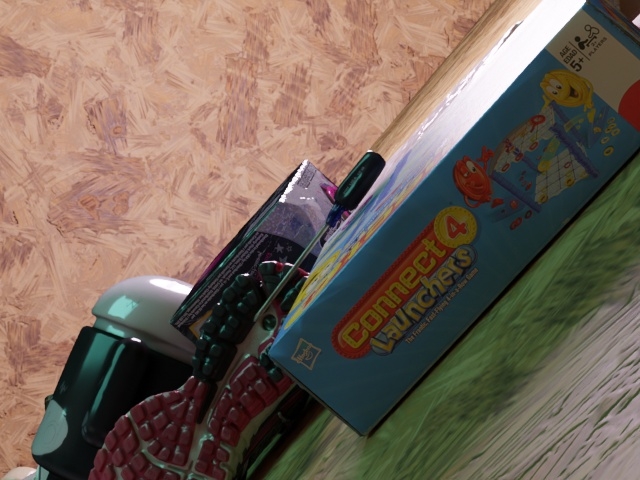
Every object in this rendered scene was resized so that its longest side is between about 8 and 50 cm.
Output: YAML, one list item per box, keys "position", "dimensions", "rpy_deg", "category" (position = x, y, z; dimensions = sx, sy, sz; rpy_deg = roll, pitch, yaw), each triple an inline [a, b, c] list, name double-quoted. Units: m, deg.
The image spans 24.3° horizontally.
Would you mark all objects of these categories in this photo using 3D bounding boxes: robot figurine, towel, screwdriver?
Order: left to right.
- position: [-0.184, 0.174, 1.511]
  dimensions: [0.209, 0.174, 0.278]
  rpy_deg: [8, 73, 61]
  category: "robot figurine"
- position: [0.000, 0.000, 1.207]
  dimensions: [0.170, 0.025, 0.024]
  rpy_deg: [-58, 4, 2]
  category: "screwdriver"
- position: [0.112, -0.080, 1.766]
  dimensions: [0.317, 0.053, 0.332]
  rpy_deg: [-53, 5, -39]
  category: "towel"

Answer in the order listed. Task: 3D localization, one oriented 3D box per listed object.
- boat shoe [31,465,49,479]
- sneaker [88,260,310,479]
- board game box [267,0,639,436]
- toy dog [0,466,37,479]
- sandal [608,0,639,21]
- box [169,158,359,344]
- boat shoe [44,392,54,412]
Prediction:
- position: [-0.274, 0.280, 1.605]
  dimensions: [0.088, 0.096, 0.267]
  rpy_deg: [-23, 58, 45]
  category: "boat shoe"
- position: [-0.080, 0.158, 1.270]
  dimensions: [0.299, 0.121, 0.112]
  rpy_deg: [-50, -26, 6]
  category: "sneaker"
- position: [0.112, -0.042, 1.062]
  dimensions: [0.308, 0.086, 0.302]
  rpy_deg: [-48, 3, 14]
  category: "board game box"
- position: [-0.290, 0.342, 1.826]
  dimensions: [0.334, 0.161, 0.220]
  rpy_deg: [-24, 18, 46]
  category: "toy dog"
- position: [0.226, -0.166, 1.286]
  dimensions: [0.240, 0.088, 0.079]
  rpy_deg: [121, 157, -70]
  category: "sandal"
- position: [-0.023, 0.039, 1.445]
  dimensions: [0.163, 0.142, 0.247]
  rpy_deg: [-47, 5, 12]
  category: "box"
- position: [-0.189, 0.122, 1.830]
  dimensions: [0.355, 0.130, 0.132]
  rpy_deg: [-25, -6, -27]
  category: "boat shoe"
